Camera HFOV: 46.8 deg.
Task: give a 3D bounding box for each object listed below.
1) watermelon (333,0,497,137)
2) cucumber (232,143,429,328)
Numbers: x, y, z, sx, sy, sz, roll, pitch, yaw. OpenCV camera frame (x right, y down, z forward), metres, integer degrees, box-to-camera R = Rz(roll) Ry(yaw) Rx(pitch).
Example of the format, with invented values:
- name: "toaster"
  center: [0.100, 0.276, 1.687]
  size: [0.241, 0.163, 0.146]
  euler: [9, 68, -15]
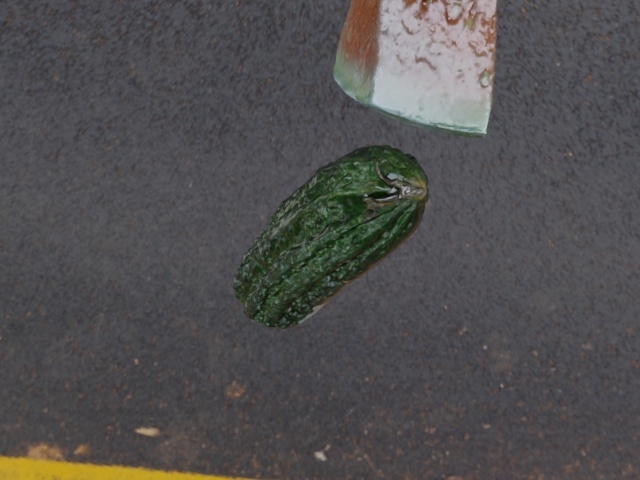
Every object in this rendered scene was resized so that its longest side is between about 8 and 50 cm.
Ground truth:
- name: "watermelon"
  center: [0.116, -0.253, 0.795]
  size: [0.193, 0.140, 0.256]
  euler: [16, 102, 10]
- name: "cucumber"
  center: [-0.001, -0.001, 0.511]
  size: [0.077, 0.077, 0.265]
  euler: [23, 151, -11]
